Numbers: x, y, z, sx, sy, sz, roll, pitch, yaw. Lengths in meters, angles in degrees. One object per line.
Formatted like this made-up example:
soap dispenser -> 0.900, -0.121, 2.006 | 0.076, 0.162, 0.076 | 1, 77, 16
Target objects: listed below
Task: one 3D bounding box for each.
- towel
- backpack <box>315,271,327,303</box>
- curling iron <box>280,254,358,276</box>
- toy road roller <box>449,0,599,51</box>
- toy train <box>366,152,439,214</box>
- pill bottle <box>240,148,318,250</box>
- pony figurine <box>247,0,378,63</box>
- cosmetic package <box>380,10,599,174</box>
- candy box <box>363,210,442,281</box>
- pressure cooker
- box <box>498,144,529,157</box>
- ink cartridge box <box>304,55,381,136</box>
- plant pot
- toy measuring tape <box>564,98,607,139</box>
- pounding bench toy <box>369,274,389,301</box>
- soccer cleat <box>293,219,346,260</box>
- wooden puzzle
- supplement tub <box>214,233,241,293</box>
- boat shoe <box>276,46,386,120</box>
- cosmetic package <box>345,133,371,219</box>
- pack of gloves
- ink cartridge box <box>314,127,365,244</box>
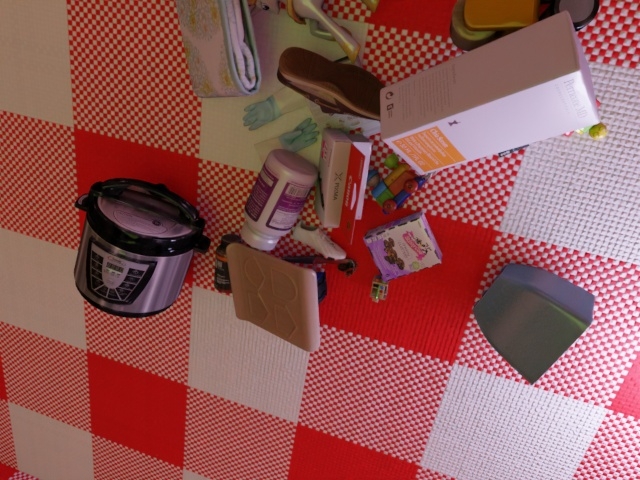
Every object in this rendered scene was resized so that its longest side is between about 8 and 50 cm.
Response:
towel -> -0.295, -0.595, 1.351 | 0.320, 0.090, 0.375 | 21, 123, 52
backpack -> -0.034, 0.172, 1.643 | 0.101, 0.120, 0.098 | -4, 111, 19
curling iron -> -0.007, 0.079, 1.644 | 0.274, 0.035, 0.068 | 6, 113, 15
toy road roller -> 0.477, -0.592, 1.137 | 0.329, 0.202, 0.241 | 0, 99, 12
toy train -> 0.246, -0.203, 1.423 | 0.143, 0.105, 0.248 | 50, 117, 9
pill bottle -> -0.142, -0.121, 1.531 | 0.169, 0.169, 0.302 | 32, 117, 3
pony figurine -> -0.021, -0.676, 1.229 | 0.363, 0.303, 0.351 | 23, 130, -1
cosmetic package -> 0.395, -0.328, 1.175 | 0.453, 0.230, 0.162 | -14, 64, 35
candy box -> 0.259, 0.020, 1.516 | 0.196, 0.070, 0.165 | -22, 103, 24
pressure cooker -> -0.606, -0.004, 1.615 | 0.375, 0.369, 0.420 | 44, 121, 31
box -> 0.526, -0.278, 1.342 | 0.083, 0.018, 0.067 | -21, 104, 23
ink cartridge box -> 0.061, -0.407, 1.429 | 0.189, 0.066, 0.232 | -14, 127, 22
plant pot -> 0.597, 0.206, 1.401 | 0.252, 0.248, 0.247 | 39, 119, 17
toy measuring tape -> 0.597, -0.364, 1.232 | 0.330, 0.121, 0.121 | 38, 117, 0
pounding bench toy -> 0.193, 0.158, 1.586 | 0.052, 0.083, 0.065 | 12, 115, 13
soccer cleat -> 0.000, 0.000, 1.594 | 0.196, 0.068, 0.076 | 26, 114, 9
wooden puzzle -> -0.147, 0.177, 1.610 | 0.347, 0.080, 0.322 | 16, 124, 30
supplement tub -> -0.319, 0.080, 1.702 | 0.106, 0.106, 0.198 | 14, 115, 11
boat shoe -> 0.039, -0.412, 1.339 | 0.342, 0.123, 0.123 | 18, 73, -11
cosmetic package -> 0.098, -0.191, 1.454 | 0.060, 0.099, 0.239 | -1, 116, -15
pack of gloves -> -0.131, -0.356, 1.501 | 0.232, 0.046, 0.195 | -21, 105, 23
ink cartridge box -> 0.048, -0.160, 1.412 | 0.060, 0.239, 0.275 | -1, 119, -15
